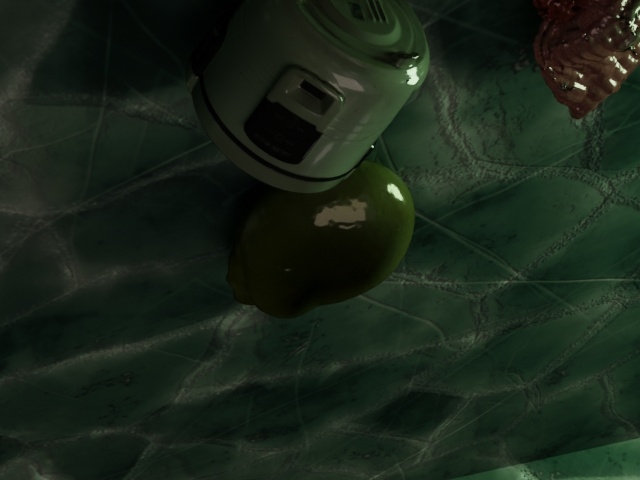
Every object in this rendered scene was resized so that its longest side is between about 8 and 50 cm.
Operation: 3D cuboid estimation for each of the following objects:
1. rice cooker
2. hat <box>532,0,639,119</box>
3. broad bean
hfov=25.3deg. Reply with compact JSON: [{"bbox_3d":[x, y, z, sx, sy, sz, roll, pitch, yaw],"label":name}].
[{"bbox_3d":[-0.018,-0.178,1.558,0.226,0.226,0.244,8,142,-34],"label":"rice cooker"},{"bbox_3d":[0.342,-0.263,1.702,0.237,0.107,0.286,-48,146,13],"label":"hat"},{"bbox_3d":[0.000,0.000,1.921,0.238,0.119,0.291,22,128,-33],"label":"broad bean"}]
